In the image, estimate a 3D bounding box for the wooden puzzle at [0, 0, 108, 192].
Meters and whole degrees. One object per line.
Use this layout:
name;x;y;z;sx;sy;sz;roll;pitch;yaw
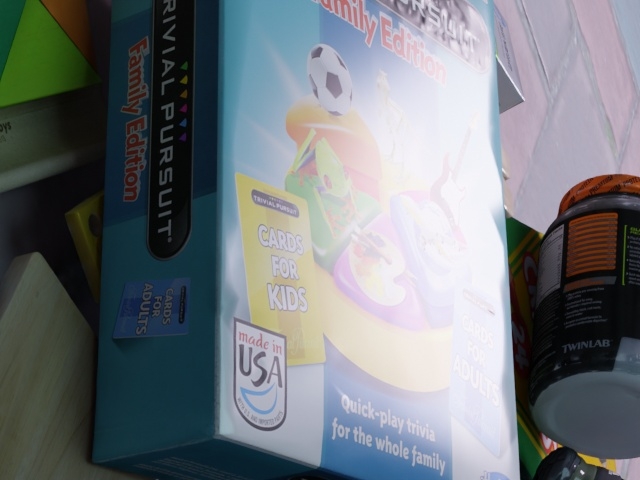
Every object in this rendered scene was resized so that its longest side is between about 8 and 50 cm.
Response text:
wooden puzzle;-0.166;-0.140;0.792;0.221;0.044;0.239;-28;106;-64

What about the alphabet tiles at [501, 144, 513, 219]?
alphabet tiles;0.055;-0.147;1.204;0.284;0.021;0.278;56;17;-18

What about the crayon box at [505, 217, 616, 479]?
crayon box;0.155;0.099;1.354;0.318;0.081;0.202;21;61;-63

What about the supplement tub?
supplement tub;0.212;0.051;1.257;0.117;0.117;0.190;56;33;-41

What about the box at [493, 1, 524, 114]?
box;0.082;-0.194;1.261;0.186;0.038;0.145;56;16;-25

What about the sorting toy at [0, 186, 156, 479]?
sorting toy;-0.130;0.092;0.772;0.132;0.046;0.274;61;30;-34

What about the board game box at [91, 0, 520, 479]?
board game box;0.001;-0.029;0.904;0.254;0.079;0.336;25;57;-49

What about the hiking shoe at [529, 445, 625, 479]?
hiking shoe;0.164;0.260;1.180;0.086;0.114;0.227;-43;155;-77
